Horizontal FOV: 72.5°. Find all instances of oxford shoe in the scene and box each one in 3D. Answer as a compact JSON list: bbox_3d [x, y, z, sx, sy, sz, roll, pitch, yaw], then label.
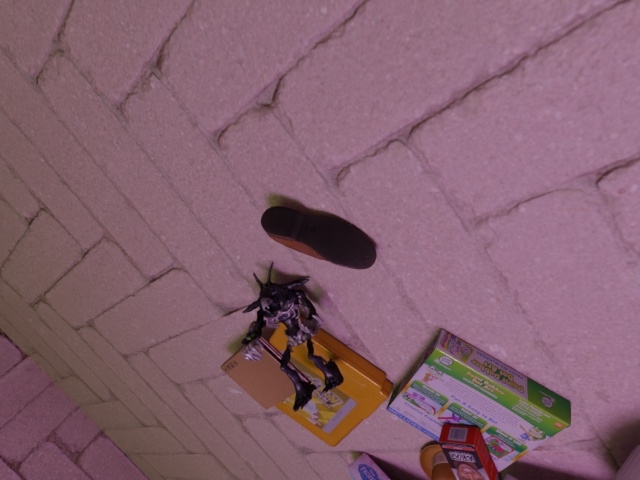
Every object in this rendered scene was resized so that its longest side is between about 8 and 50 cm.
[{"bbox_3d":[0.000,0.000,0.779,0.212,0.076,0.076,22,161,13],"label":"oxford shoe"}]

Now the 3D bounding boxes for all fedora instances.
[{"bbox_3d":[0.299,0.539,0.966,0.194,0.079,0.194,17,130,21],"label":"fedora"}]

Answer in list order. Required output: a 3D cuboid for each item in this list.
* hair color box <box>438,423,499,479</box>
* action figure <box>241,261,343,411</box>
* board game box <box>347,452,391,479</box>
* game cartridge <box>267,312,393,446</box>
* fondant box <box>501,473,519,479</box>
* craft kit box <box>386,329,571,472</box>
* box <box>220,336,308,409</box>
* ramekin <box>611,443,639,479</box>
[{"bbox_3d":[0.287,0.421,0.840,0.071,0.043,0.141,-12,116,36],"label":"hair color box"},{"bbox_3d":[-0.062,0.181,0.857,0.164,0.141,0.276,-29,90,8],"label":"action figure"},{"bbox_3d":[0.215,0.743,1.080,0.318,0.065,0.319,28,140,52],"label":"board game box"},{"bbox_3d":[-0.017,0.338,1.032,0.285,0.053,0.324,33,134,6],"label":"game cartridge"},{"bbox_3d":[0.472,0.599,0.758,0.330,0.096,0.238,8,124,52],"label":"fondant box"},{"bbox_3d":[0.283,0.316,0.832,0.249,0.061,0.247,30,135,9],"label":"craft kit box"},{"bbox_3d":[-0.140,0.322,1.050,0.164,0.021,0.201,43,131,-3],"label":"box"},{"bbox_3d":[0.570,0.408,0.626,0.272,0.127,0.273,36,154,21],"label":"ramekin"}]
